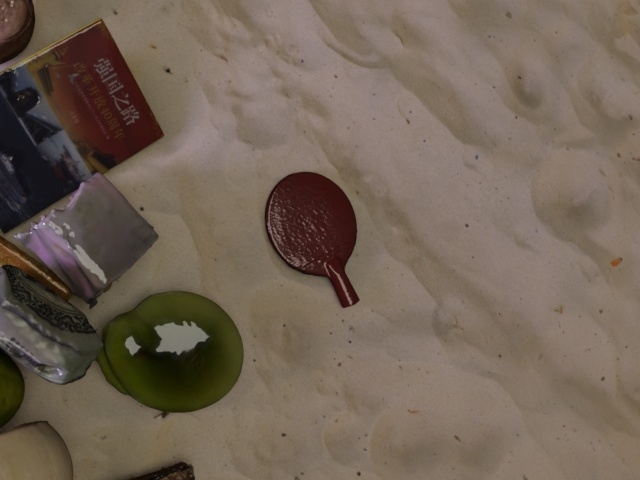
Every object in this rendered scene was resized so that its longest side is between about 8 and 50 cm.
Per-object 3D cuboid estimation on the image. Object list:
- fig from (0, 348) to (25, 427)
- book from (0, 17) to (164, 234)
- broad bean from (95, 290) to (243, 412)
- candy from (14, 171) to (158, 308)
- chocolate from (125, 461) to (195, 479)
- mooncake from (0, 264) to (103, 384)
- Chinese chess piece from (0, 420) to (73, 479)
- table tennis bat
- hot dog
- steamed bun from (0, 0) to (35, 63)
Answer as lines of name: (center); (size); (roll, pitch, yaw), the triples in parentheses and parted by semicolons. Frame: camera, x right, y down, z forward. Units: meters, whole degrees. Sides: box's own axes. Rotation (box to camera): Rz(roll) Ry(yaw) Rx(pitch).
fig: (-0.673, 0.250, 1.567); (0.326, 0.258, 0.258); (8, 84, -44)
book: (-0.511, -0.217, 1.718); (0.374, 0.028, 0.262); (-35, 117, -18)
broad bean: (-0.289, 0.216, 1.774); (0.291, 0.119, 0.238); (14, 83, -20)
candy: (-0.431, 0.000, 1.703); (0.195, 0.137, 0.185); (50, 56, -11)
chocolate: (-0.403, 0.508, 1.753); (0.329, 0.065, 0.102); (-15, 112, -19)
mooncake: (-0.514, 0.151, 1.623); (0.250, 0.254, 0.136); (39, 74, -18)
Chinese chess piece: (-0.593, 0.422, 1.538); (0.338, 0.338, 0.140); (-19, 82, -20)
table tennis bat: (0.000, 0.000, 1.933); (0.200, 0.038, 0.310); (-28, 97, -19)
hot dog: (-0.568, 0.053, 1.715); (0.216, 0.047, 0.066); (37, 91, -16)
steamed bun: (-0.672, -0.415, 1.603); (0.301, 0.251, 0.199); (25, 90, -14)
